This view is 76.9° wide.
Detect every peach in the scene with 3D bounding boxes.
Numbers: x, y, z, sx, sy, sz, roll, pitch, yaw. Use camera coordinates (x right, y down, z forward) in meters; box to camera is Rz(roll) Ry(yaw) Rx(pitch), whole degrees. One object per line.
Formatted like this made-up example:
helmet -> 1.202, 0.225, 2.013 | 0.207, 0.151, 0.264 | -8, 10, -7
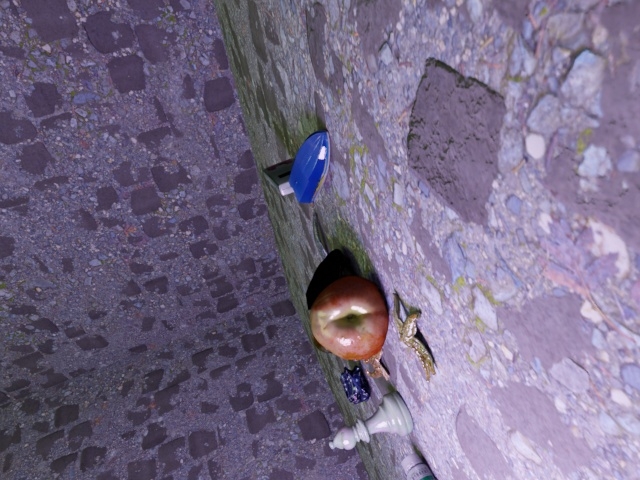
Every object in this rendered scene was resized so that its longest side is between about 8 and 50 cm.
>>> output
peach -> 0.081, 0.224, 1.160 | 0.257, 0.232, 0.233 | 78, 170, -77

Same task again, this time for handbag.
handbag -> 0.151, 0.643, 1.800 | 0.260, 0.113, 0.162 | 78, 176, -67

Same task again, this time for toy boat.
toy boat -> -0.021, -0.235, 1.235 | 0.129, 0.088, 0.295 | 62, 156, 16

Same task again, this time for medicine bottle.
medicine bottle -> 0.313, 0.744, 1.259 | 0.130, 0.080, 0.081 | -126, 20, -55

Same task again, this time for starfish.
starfish -> 0.217, 0.232, 0.980 | 0.217, 0.050, 0.224 | 77, 175, -66
starfish -> 0.197, 0.423, 1.412 | 0.150, 0.053, 0.210 | 49, 155, 30

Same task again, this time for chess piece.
chess piece -> 0.154, 0.607, 1.303 | 0.139, 0.271, 0.139 | 159, 90, -78

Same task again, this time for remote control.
remote control -> -0.124, -0.249, 1.535 | 0.344, 0.145, 0.050 | -131, 20, -65

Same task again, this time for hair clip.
hair clip -> -0.002, 0.001, 1.644 | 0.066, 0.036, 0.230 | 19, 128, 68

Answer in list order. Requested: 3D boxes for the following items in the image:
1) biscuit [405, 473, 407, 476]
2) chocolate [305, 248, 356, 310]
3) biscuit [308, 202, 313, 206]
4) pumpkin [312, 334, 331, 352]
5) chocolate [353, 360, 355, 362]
biscuit -> 0.345, 0.900, 1.526 | 0.130, 0.019, 0.120 | -129, 22, -59
chocolate -> 0.077, 0.159, 1.368 | 0.176, 0.207, 0.224 | 28, -168, -15
biscuit -> -0.052, -0.189, 1.616 | 0.120, 0.015, 0.120 | 160, 90, -80
pumpkin -> 0.042, 0.354, 1.713 | 0.238, 0.158, 0.238 | -1, -90, -88
chocolate -> 0.106, 0.282, 1.411 | 0.321, 0.111, 0.112 | -130, 24, -64
